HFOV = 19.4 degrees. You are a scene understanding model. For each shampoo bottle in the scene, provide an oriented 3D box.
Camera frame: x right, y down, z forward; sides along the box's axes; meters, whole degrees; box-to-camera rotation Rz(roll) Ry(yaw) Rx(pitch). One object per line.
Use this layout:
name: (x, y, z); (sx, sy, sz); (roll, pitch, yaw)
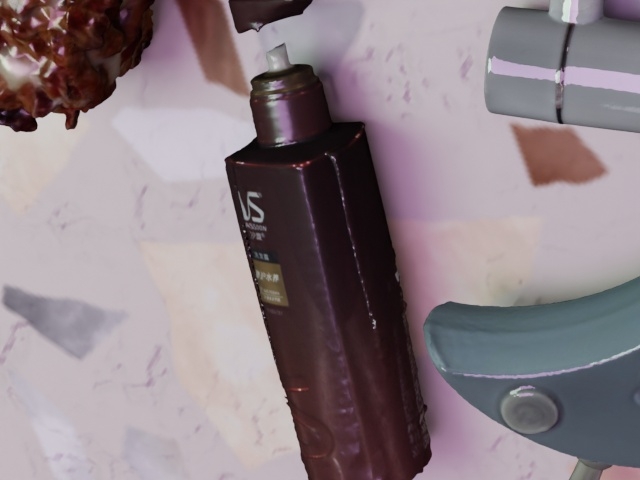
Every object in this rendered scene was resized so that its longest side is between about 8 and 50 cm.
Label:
shampoo bottle: (0.000, 0.001, 0.852); (0.068, 0.067, 0.236); (-4, 109, 31)

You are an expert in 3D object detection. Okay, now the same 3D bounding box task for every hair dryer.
hair dryer: (0.117, -0.115, 0.782); (0.082, 0.047, 0.137); (8, 105, 16)

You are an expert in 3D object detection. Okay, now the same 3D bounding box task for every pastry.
pastry: (-0.111, -0.153, 0.808); (0.097, 0.115, 0.208); (23, 115, 18)

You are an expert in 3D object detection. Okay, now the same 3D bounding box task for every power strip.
power strip: (0.158, 0.022, 0.785); (0.168, 0.054, 0.253); (30, 125, -12)
